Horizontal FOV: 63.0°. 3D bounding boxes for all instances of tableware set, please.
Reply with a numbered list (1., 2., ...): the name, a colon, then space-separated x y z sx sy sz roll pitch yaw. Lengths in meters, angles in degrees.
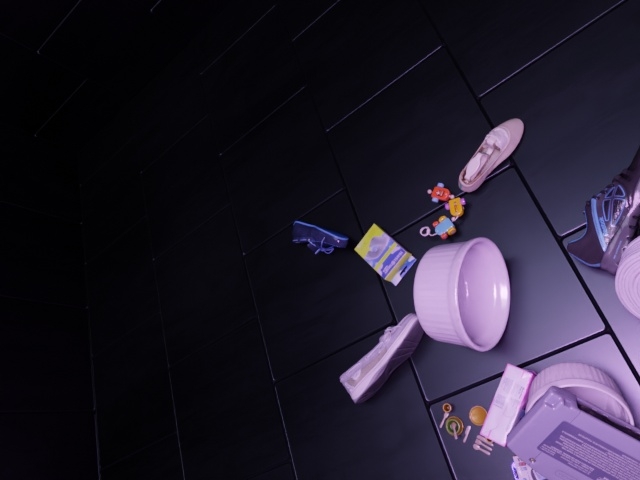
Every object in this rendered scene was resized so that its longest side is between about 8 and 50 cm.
1. tableware set: 0.381 0.469 1.336 0.154 0.024 0.103 22 89 40

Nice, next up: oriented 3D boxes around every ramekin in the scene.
1. ramekin: 0.353 0.133 1.310 0.135 0.277 0.276 -4 73 45
2. ramekin: 0.553 0.362 1.132 0.207 0.109 0.207 8 117 16

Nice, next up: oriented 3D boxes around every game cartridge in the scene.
1. game cartridge: 0.555 0.440 1.076 0.297 0.062 0.198 28 124 5

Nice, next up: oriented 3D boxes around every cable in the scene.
1. cable: 0.737 0.092 1.049 0.257 0.257 0.089 31 57 21

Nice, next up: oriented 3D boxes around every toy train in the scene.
1. toy train: 0.358 -0.080 1.514 0.125 0.046 0.166 13 81 40

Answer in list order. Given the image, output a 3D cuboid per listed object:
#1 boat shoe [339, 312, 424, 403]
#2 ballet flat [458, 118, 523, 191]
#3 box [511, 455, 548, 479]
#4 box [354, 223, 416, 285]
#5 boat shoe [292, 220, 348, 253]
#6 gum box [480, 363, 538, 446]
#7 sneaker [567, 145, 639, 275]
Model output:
1. boat shoe: 0.174 0.322 1.483 0.103 0.118 0.320 46 112 32
2. ballet flat: 0.471 -0.243 1.454 0.086 0.086 0.248 42 102 38
3. box: 0.513 0.536 1.213 0.136 0.028 0.081 -24 63 27
4. box: 0.196 0.042 1.598 0.109 0.042 0.178 -54 51 12
5. boat shoe: 0.000 0.000 1.738 0.258 0.109 0.088 18 95 56
6. gum box: 0.456 0.389 1.238 0.062 0.107 0.188 19 81 39
7. sneaker: 0.693 -0.095 1.212 0.140 0.125 0.340 23 90 41
